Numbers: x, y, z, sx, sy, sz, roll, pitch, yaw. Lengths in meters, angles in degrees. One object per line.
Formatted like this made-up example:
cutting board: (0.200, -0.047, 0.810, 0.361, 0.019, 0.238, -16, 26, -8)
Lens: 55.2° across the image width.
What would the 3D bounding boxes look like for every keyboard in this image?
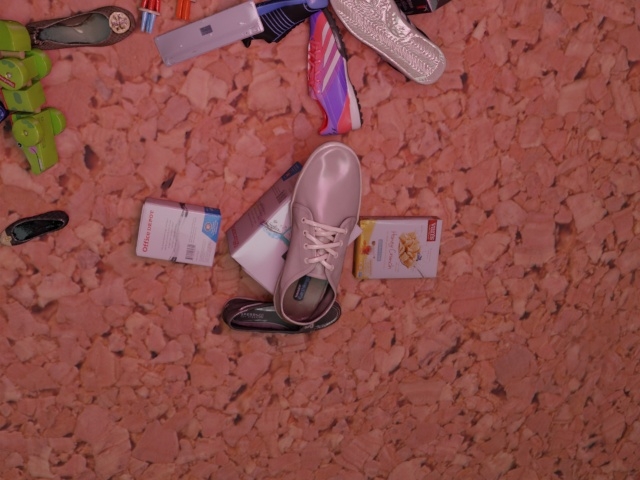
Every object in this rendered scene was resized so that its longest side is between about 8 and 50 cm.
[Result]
keyboard: (-0.260, -0.476, 1.415, 0.255, 0.014, 0.072, -16, 106, 13)

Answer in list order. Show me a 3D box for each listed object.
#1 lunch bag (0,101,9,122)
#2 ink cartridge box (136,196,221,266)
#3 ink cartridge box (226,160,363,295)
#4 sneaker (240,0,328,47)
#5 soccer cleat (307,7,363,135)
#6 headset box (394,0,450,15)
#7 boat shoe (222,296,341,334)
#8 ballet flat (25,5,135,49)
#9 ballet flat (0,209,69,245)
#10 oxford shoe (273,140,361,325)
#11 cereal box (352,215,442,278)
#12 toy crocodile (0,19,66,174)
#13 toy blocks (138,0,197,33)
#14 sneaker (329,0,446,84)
lunch bag: (-0.763, -0.280, 1.382, 0.098, 0.065, 0.067, -42, 111, 3)
ink cartridge box: (-0.356, -0.022, 1.544, 0.190, 0.082, 0.140, 10, 105, -14)
ink cartridge box: (-0.074, -0.022, 1.543, 0.270, 0.198, 0.197, -44, 112, 5)
sneaker: (-0.086, -0.512, 1.422, 0.232, 0.081, 0.091, -6, 122, 18)
soccer cleat: (0.012, -0.410, 1.487, 0.116, 0.109, 0.319, -18, 113, -2)
headset box: (0.192, -0.669, 1.378, 0.110, 0.218, 0.293, -32, 111, -2)
boat shoe: (-0.099, 0.212, 1.667, 0.334, 0.095, 0.112, 2, 107, -13)
ballet flat: (-0.541, -0.472, 1.370, 0.249, 0.058, 0.084, -10, 110, -9)
ballet flat: (-0.697, -0.031, 1.485, 0.173, 0.049, 0.058, -22, 110, -4)
oxford shoe: (0.000, 0.000, 1.392, 0.169, 0.130, 0.450, 12, 104, -15)
cereal box: (0.212, 0.019, 1.697, 0.239, 0.047, 0.173, -1, 108, -12)
toy crocodile: (-0.654, -0.312, 1.355, 0.105, 0.115, 0.341, 5, 122, 10)
toy blocks: (-0.347, -0.539, 1.392, 0.123, 0.054, 0.148, 11, 105, -15)
sneaker: (0.147, -0.508, 1.463, 0.131, 0.148, 0.350, -43, 106, 12)
